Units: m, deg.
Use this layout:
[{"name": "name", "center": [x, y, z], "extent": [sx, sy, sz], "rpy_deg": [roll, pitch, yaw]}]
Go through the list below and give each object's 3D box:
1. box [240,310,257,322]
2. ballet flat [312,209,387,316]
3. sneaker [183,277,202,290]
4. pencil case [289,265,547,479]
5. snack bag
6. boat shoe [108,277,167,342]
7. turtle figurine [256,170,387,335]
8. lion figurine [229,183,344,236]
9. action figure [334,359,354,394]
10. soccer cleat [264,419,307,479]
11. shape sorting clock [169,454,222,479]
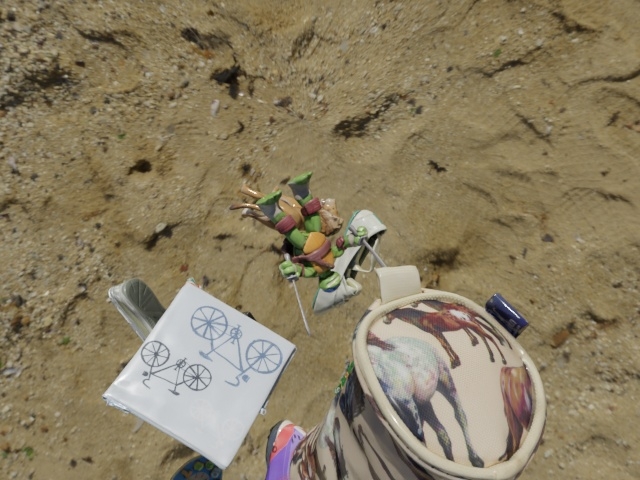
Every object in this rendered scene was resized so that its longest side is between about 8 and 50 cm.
[{"name": "box", "center": [-0.222, 0.308, 1.538], "extent": [0.147, 0.077, 0.180], "rpy_deg": [-18, 112, 45]}, {"name": "ballet flat", "center": [0.098, 0.098, 1.690], "extent": [0.139, 0.139, 0.401], "rpy_deg": [23, 103, -7]}, {"name": "sneaker", "center": [-0.349, 0.172, 1.501], "extent": [0.057, 0.075, 0.161], "rpy_deg": [-8, 138, 12]}, {"name": "pencil case", "center": [0.069, 0.207, 0.557], "extent": [0.159, 0.184, 0.410], "rpy_deg": [-1, 144, -14]}, {"name": "snack bag", "center": [-0.258, 0.301, 1.193], "extent": [0.323, 0.343, 0.037], "rpy_deg": [30, 142, -1]}, {"name": "boat shoe", "center": [-0.524, 0.259, 1.605], "extent": [0.103, 0.118, 0.321], "rpy_deg": [-18, 117, 28]}, {"name": "turtle figurine", "center": [0.000, 0.000, 1.089], "extent": [0.197, 0.275, 0.266], "rpy_deg": [-28, 103, 7]}, {"name": "lion figurine", "center": [-0.090, -0.071, 1.584], "extent": [0.240, 0.392, 0.142], "rpy_deg": [29, 110, 16]}, {"name": "action figure", "center": [0.115, 0.439, 1.762], "extent": [0.063, 0.137, 0.232], "rpy_deg": [24, 109, -19]}, {"name": "soccer cleat", "center": [-0.087, 0.631, 1.338], "extent": [0.116, 0.108, 0.319], "rpy_deg": [11, 95, 41]}, {"name": "shape sorting clock", "center": [-0.348, 0.685, 1.424], "extent": [0.040, 0.206, 0.206], "rpy_deg": [17, 105, 34]}]
